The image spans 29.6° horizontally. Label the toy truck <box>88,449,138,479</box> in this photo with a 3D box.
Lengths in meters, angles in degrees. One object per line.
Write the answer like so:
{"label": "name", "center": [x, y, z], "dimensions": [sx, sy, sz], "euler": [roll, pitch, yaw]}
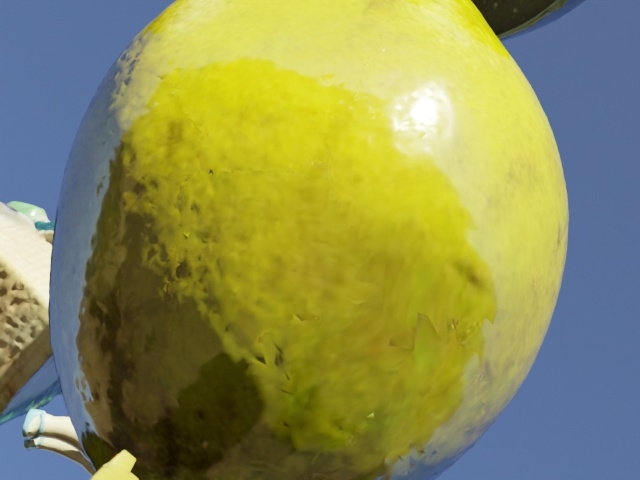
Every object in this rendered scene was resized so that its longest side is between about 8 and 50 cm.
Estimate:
{"label": "toy truck", "center": [-0.155, 0.224, 0.625], "dimensions": [0.127, 0.127, 0.257], "euler": [39, -70, -2]}

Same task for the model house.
{"label": "model house", "center": [-0.417, 0.063, 1.675], "dimensions": [0.243, 0.298, 0.284], "euler": [-44, -94, 14]}

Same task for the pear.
{"label": "pear", "center": [0.000, 0.000, 0.818], "dimensions": [0.351, 0.352, 0.413], "euler": [14, -103, 9]}

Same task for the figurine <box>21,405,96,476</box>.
{"label": "figurine", "center": [-0.154, 0.197, 1.153], "dimensions": [0.260, 0.103, 0.205], "euler": [17, -44, -1]}

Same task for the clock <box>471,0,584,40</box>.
{"label": "clock", "center": [0.127, -0.363, 1.091], "dimensions": [0.386, 0.076, 0.386], "euler": [7, -78, 34]}
